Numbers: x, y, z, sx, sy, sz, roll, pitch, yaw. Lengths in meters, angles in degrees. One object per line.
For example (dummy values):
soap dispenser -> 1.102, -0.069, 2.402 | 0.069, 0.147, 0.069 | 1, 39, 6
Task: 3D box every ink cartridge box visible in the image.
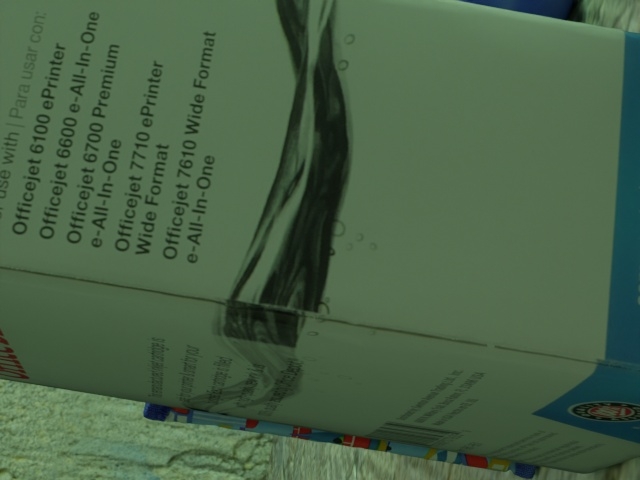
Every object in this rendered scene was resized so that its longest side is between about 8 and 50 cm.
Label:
ink cartridge box -> 0.000, 0.000, 0.512 | 0.223, 0.307, 0.129 | 116, 163, -73

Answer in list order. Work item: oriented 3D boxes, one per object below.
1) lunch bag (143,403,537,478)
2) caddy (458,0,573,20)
lunch bag -> 0.020, 0.004, 0.802 | 0.293, 0.221, 0.138 | -93, 13, -69
caddy -> 0.033, -0.146, 0.864 | 0.341, 0.241, 0.179 | -88, 17, -64
